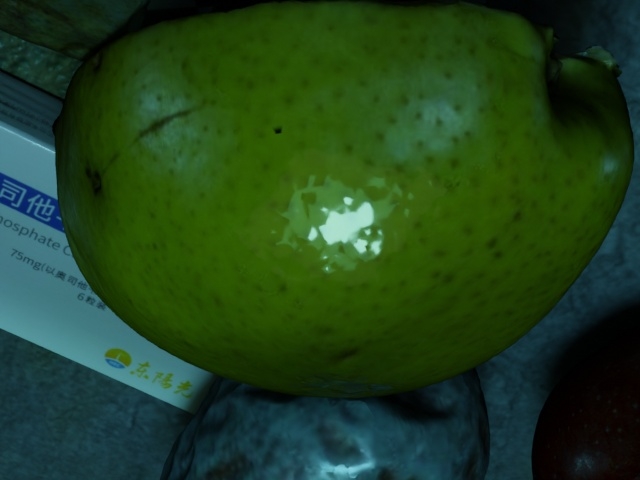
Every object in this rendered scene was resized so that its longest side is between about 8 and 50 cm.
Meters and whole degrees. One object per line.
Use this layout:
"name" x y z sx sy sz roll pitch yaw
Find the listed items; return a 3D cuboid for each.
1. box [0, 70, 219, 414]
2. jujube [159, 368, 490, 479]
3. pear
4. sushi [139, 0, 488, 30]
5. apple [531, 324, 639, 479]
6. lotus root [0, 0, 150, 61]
"box" -0.203 -0.002 1.098 0.343 0.065 0.200 26 125 -12
"jujube" -0.001 0.202 1.109 0.246 0.215 0.308 -5 138 -28
"pear" 0.000 0.000 0.857 0.386 0.191 0.340 -16 157 40
"sushi" -0.012 -0.155 0.968 0.220 0.047 0.231 26 126 -12
"apple" 0.282 0.176 1.080 0.218 0.201 0.218 6 128 7
"lotus root" -0.219 -0.277 0.793 0.346 0.250 0.250 25 126 -8
